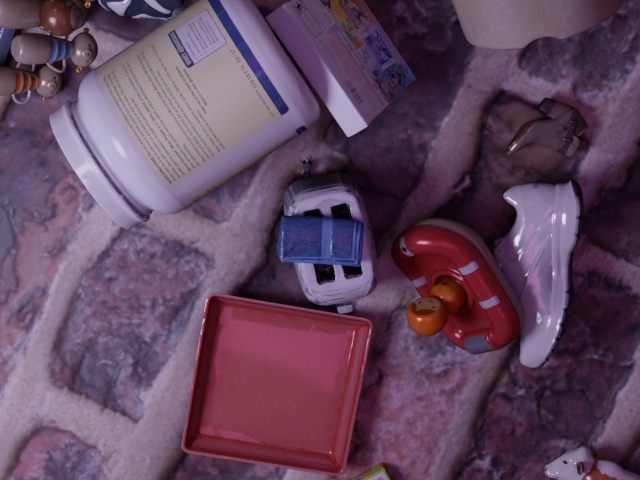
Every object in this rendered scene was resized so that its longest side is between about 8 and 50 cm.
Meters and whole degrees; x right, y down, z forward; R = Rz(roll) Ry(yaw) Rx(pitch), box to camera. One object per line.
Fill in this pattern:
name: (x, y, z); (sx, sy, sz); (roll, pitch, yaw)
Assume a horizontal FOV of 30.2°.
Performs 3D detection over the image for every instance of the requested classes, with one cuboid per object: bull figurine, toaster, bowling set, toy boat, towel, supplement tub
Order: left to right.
bowling set: (-0.358, -0.306, 1.655); (0.154, 0.200, 0.286); (-6, 117, -42)
supplement tub: (-0.190, -0.184, 1.675); (0.325, 0.235, 0.235); (-33, 100, 3)
towel: (0.000, 0.000, 1.670); (0.120, 0.029, 0.067); (4, 99, -3)
toaster: (0.016, -0.009, 1.759); (0.129, 0.146, 0.226); (-10, 100, -2)
toy boat: (0.184, 0.084, 1.764); (0.151, 0.151, 0.231); (-40, 101, -35)
bull figurine: (0.496, 0.442, 1.885); (0.311, 0.101, 0.188); (15, 103, -3)

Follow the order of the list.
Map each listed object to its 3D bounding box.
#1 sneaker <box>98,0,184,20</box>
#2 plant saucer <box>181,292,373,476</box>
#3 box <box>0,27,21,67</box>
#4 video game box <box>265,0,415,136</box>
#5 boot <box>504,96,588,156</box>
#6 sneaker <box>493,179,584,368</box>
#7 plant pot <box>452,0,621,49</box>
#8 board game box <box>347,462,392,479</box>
sneaker: (-0.214, -0.422, 1.705); (0.153, 0.094, 0.234); (19, 98, -7)
plant saucer: (-0.068, 0.220, 1.845); (0.259, 0.048, 0.258); (10, 99, -4)
box: (-0.510, -0.350, 1.726); (0.159, 0.044, 0.233); (20, 98, -6)
video game box: (0.033, -0.274, 1.701); (0.048, 0.187, 0.205); (-27, 102, 40)
boot: (0.348, -0.156, 1.804); (0.087, 0.042, 0.118); (37, 96, -10)
sneaker: (0.327, 0.049, 1.821); (0.129, 0.111, 0.297); (7, 97, 13)
plant pot: (0.270, -0.437, 1.594); (0.334, 0.334, 0.305); (-18, 115, 0)
board game box: (0.014, 0.470, 1.898); (0.260, 0.039, 0.124); (-28, 99, -1)
